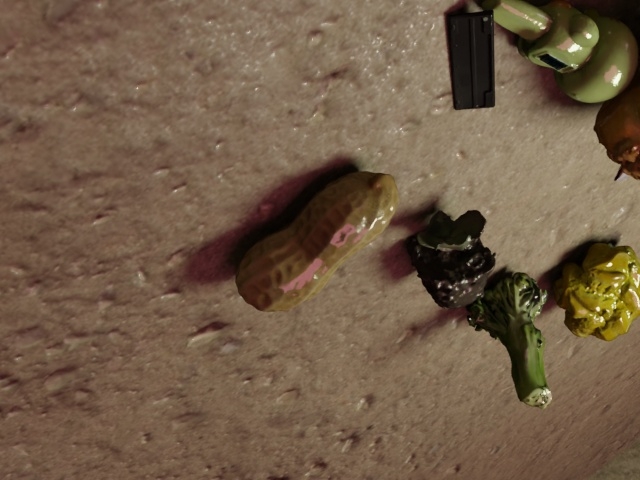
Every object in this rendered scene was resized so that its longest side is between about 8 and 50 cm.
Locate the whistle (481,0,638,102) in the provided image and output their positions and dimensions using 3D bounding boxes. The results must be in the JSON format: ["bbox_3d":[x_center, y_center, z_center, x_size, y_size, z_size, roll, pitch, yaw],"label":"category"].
[{"bbox_3d":[0.368,-0.310,1.466,0.294,0.141,0.141,34,110,-27],"label":"whistle"}]

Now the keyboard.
[{"bbox_3d":[0.228,-0.264,1.462,0.067,0.011,0.202,-4,146,8],"label":"keyboard"}]

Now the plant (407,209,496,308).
[{"bbox_3d":[0.233,0.029,1.734,0.142,0.131,0.203,-29,144,-2],"label":"plant"}]

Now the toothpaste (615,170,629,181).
[{"bbox_3d":[0.643,-0.193,1.875,0.089,0.057,0.234,-17,148,-20],"label":"toothpaste"}]

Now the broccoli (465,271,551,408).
[{"bbox_3d":[0.393,0.206,1.935,0.164,0.304,0.145,-22,129,14],"label":"broccoli"}]

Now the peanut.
[{"bbox_3d":[0.000,0.000,1.525,0.298,0.120,0.136,-40,168,7],"label":"peanut"}]

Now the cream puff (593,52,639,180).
[{"bbox_3d":[0.608,-0.226,1.571,0.327,0.231,0.343,-53,179,-6],"label":"cream puff"}]

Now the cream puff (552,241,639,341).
[{"bbox_3d":[0.589,0.110,2.089,0.194,0.195,0.221,7,124,-43],"label":"cream puff"}]
